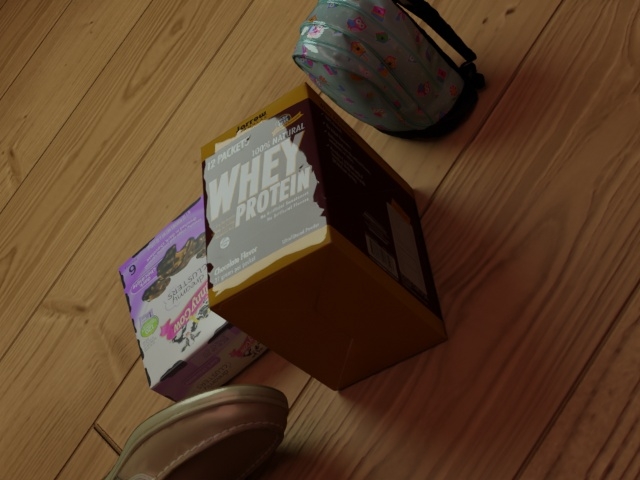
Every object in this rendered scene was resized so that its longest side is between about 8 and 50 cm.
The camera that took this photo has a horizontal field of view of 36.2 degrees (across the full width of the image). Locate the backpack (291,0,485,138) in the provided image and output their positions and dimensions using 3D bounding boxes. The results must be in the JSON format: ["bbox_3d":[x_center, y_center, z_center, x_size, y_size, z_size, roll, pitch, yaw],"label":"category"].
[{"bbox_3d":[0.060,-0.181,0.995,0.152,0.182,0.115,11,70,44],"label":"backpack"}]

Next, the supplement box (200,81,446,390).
[{"bbox_3d":[0.000,0.000,0.914,0.129,0.191,0.194,-29,46,23],"label":"supplement box"}]

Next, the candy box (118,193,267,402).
[{"bbox_3d":[-0.125,0.058,1.072,0.165,0.070,0.196,-40,43,12],"label":"candy box"}]

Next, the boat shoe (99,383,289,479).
[{"bbox_3d":[-0.148,0.258,0.928,0.341,0.121,0.110,-42,46,25],"label":"boat shoe"}]
